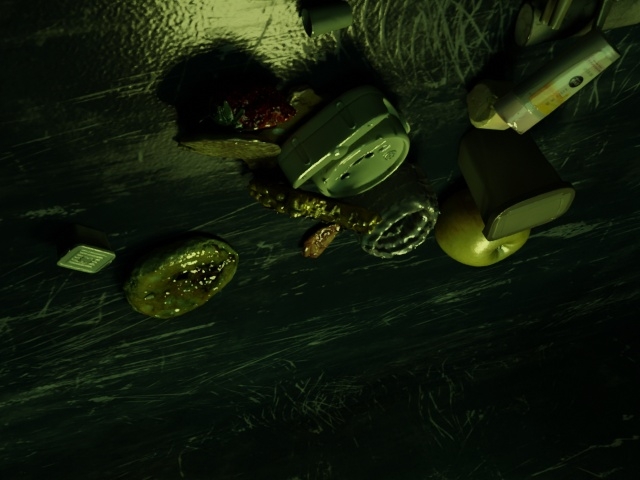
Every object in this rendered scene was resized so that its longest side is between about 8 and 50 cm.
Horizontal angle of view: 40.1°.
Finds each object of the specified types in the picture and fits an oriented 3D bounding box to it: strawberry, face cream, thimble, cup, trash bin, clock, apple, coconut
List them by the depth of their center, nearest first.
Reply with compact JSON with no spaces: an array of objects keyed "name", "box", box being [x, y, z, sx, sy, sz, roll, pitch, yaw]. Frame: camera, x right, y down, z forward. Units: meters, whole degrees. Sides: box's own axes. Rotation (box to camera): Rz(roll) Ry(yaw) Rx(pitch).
[{"name":"cup","box":[0.012,-0.404,1.620,0.083,0.054,0.075,-17,150,-15]},{"name":"strawberry","box":[-0.138,-0.263,1.694,0.192,0.140,0.085,-2,109,-4]},{"name":"face cream","box":[0.502,-0.338,1.865,0.269,0.073,0.107,-38,129,27]},{"name":"clock","box":[0.078,-0.199,1.924,0.265,0.108,0.324,-39,157,18]},{"name":"coconut","box":[0.403,-0.311,2.003,0.122,0.116,0.116,0,144,-36]},{"name":"trash bin","box":[0.466,-0.152,2.168,0.220,0.250,0.219,-18,152,-8]},{"name":"thimble","box":[0.178,-0.077,2.177,0.205,0.172,0.236,6,139,-46]},{"name":"apple","box":[0.445,-0.044,2.397,0.261,0.194,0.260,-20,151,-12]}]

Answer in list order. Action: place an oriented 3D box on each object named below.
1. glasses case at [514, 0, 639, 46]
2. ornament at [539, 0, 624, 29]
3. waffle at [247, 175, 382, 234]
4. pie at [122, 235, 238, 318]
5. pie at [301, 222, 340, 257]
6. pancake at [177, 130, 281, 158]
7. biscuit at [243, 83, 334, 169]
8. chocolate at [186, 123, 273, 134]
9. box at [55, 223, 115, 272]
[{"name":"glasses case","box":[0.562,-0.487,1.865,0.299,0.060,0.114,-14,146,-16]},{"name":"ornament","box":[0.579,-0.536,1.761,0.230,0.061,0.244,3,120,-26]},{"name":"waffle","box":[-0.027,-0.077,1.964,0.293,0.260,0.069,14,98,-34]},{"name":"pie","box":[-0.346,0.095,2.199,0.323,0.070,0.323,-19,152,-11]},{"name":"pie","box":[0.000,0.000,2.319,0.092,0.034,0.170,-6,148,-35]},{"name":"pancake","box":[-0.184,-0.187,1.755,0.212,0.029,0.235,4,176,-18]},{"name":"biscuit","box":[-0.080,-0.234,1.863,0.249,0.035,0.184,-38,148,27]},{"name":"chocolate","box":[-0.178,-0.222,1.759,0.183,0.028,0.086,-2,-178,-10]},{"name":"box","box":[-0.523,0.016,1.935,0.084,0.069,0.122,-35,149,24]}]
